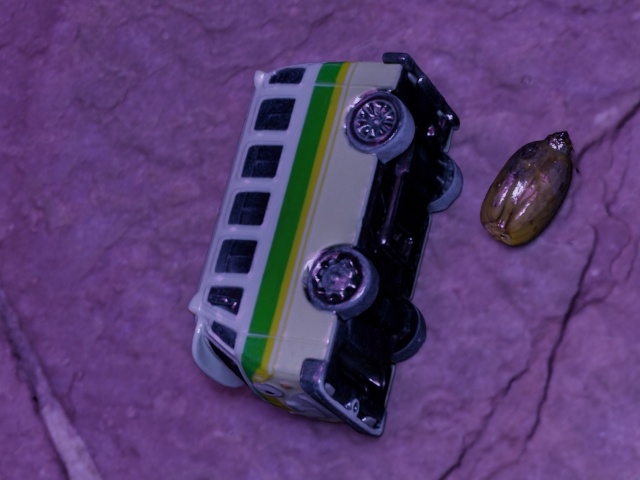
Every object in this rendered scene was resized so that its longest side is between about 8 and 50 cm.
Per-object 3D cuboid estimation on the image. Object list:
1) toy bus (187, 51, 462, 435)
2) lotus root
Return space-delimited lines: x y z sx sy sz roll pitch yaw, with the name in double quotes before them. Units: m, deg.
"toy bus" 0.000 0.000 1.475 0.164 0.133 0.276 6 70 28
"lotus root" 0.163 -0.042 1.459 0.054 0.049 0.099 34 85 13
